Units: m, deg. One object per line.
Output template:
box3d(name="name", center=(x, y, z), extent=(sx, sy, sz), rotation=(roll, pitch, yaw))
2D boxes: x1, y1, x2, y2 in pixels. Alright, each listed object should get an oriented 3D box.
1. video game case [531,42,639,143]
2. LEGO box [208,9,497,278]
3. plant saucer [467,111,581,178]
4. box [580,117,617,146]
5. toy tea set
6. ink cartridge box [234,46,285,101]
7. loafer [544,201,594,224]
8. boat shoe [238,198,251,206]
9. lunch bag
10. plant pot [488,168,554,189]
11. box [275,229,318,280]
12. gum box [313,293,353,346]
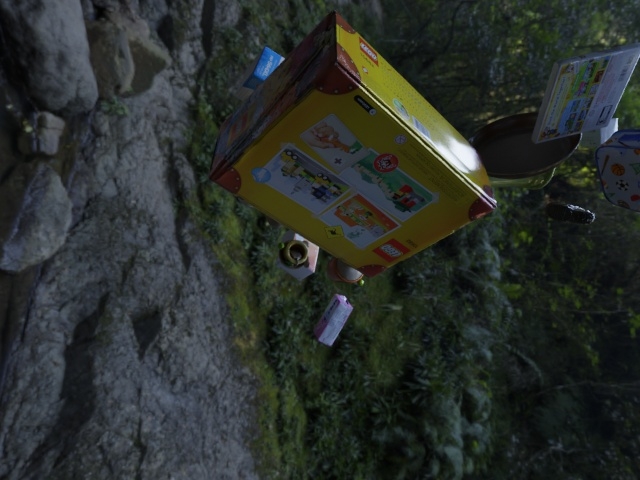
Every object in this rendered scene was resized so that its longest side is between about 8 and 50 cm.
box3d(name="video game case", center=(0.640, -0.352, 1.146), extent=(0.226, 0.207, 0.026), rotation=(81, -6, -51))
box3d(name="LEGO box", center=(0.077, -0.163, 1.037), extent=(0.373, 0.500, 0.193), rotation=(-33, -141, 34))
box3d(name="plant saucer", center=(0.575, -0.267, 1.355), extent=(0.310, 0.311, 0.050), rotation=(-88, 159, -50))
box3d(name="box", center=(1.107, -0.430, 1.871), extent=(0.101, 0.087, 0.101), rotation=(-145, -138, -69))
box3d(name="toy tea set", center=(0.000, 0.000, 1.314), extent=(0.124, 0.336, 0.199), rotation=(153, -49, -65))
box3d(name="ink cartridge box", center=(-0.090, -0.366, 1.173), extent=(0.148, 0.203, 0.085), rotation=(-12, -125, 63))
box3d(name="loafer", center=(0.757, -0.083, 1.442), extent=(0.050, 0.148, 0.056), rotation=(-74, 180, -68))
box3d(name="boat shoe", center=(-0.172, -0.262, 1.502), extent=(0.096, 0.117, 0.324), rotation=(126, -12, -67))
box3d(name="lunch bag", center=(0.909, -0.185, 1.258), extent=(0.303, 0.115, 0.243), rotation=(27, -32, 60))
box3d(name="plant pot", center=(0.712, -0.313, 1.828), extent=(0.276, 0.254, 0.275), rotation=(168, -90, -79))
box3d(name="box", center=(-0.087, 0.048, 1.862), extent=(0.091, 0.130, 0.170), rotation=(-32, -147, 36))
box3d(name="gum box", center=(0.051, 0.309, 1.864), extent=(0.188, 0.062, 0.107), rotation=(-60, -165, 5))
